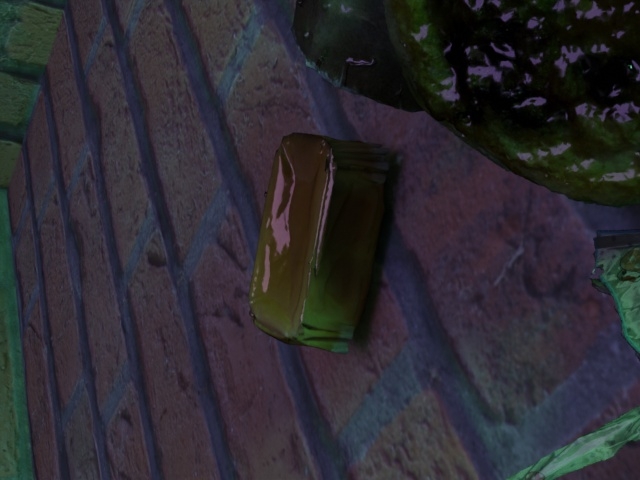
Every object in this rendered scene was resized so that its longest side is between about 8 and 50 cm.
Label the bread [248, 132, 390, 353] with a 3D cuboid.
[{"bbox_3d":[0.000,0.000,0.998,0.136,0.107,0.241,17,99,56],"label":"bread"}]

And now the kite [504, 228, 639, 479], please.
[{"bbox_3d":[0.246,0.090,0.539,0.368,0.014,0.406,-38,27,24],"label":"kite"}]

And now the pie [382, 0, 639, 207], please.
[{"bbox_3d":[0.181,-0.171,0.615,0.323,0.070,0.323,13,119,24],"label":"pie"}]

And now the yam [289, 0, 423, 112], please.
[{"bbox_3d":[0.119,-0.301,0.761,0.348,0.241,0.241,-61,37,36],"label":"yam"}]
